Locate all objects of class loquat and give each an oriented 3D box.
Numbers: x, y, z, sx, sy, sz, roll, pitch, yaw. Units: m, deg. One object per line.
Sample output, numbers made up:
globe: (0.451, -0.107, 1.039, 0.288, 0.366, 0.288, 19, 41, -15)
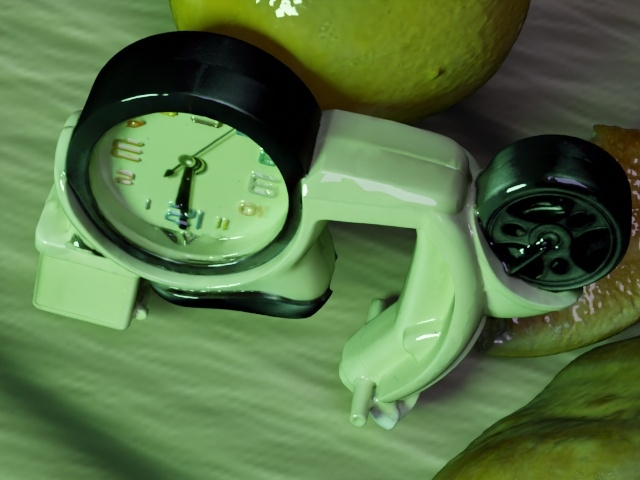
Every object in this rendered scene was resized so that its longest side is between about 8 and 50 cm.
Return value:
loquat: (0.016, -0.199, 1.289, 0.275, 0.275, 0.275, 3, 76, -10)

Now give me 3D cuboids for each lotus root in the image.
lotus root: (0.264, 0.215, 1.264, 0.316, 0.250, 0.316, 6, 74, -20)

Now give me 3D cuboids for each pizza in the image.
pizza: (0.220, -0.002, 1.385, 0.134, 0.056, 0.271, 43, 74, -1)

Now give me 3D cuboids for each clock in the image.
clock: (0.000, 0.000, 1.244, 0.379, 0.276, 0.120, 18, 44, -3)
